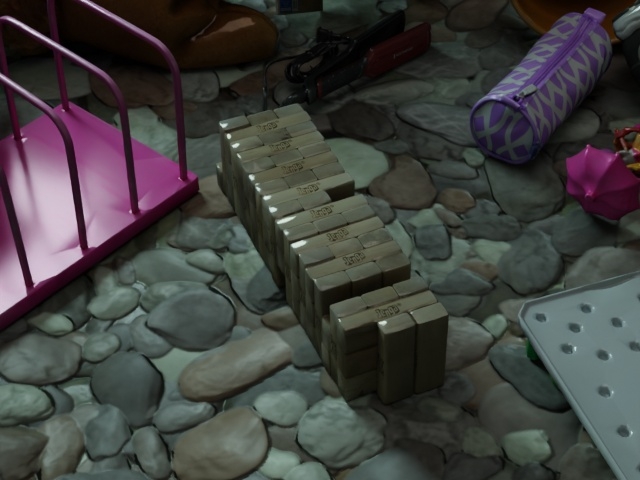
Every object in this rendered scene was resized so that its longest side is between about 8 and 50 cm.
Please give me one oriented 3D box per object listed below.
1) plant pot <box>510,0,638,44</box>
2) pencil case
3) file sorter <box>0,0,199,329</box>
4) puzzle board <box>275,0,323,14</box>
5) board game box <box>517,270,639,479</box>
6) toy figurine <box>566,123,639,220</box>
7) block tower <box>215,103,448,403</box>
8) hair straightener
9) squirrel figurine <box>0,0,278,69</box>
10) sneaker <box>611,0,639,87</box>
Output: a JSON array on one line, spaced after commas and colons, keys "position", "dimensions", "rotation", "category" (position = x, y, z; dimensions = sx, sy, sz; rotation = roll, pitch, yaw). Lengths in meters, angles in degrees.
[{"position": [0.307, -0.352, 1.495], "dimensions": [0.205, 0.205, 0.188], "rotation": [1, 27, 1], "category": "plant pot"}, {"position": [0.236, -0.165, 1.356], "dimensions": [0.086, 0.088, 0.206], "rotation": [25, 47, 22], "category": "pencil case"}, {"position": [-0.293, -0.085, 1.207], "dimensions": [0.202, 0.182, 0.291], "rotation": [30, 51, 29], "category": "file sorter"}, {"position": [-0.027, -0.312, 1.479], "dimensions": [0.011, 0.096, 0.128], "rotation": [4, 13, 23], "category": "puzzle board"}, {"position": [0.414, 0.152, 1.039], "dimensions": [0.390, 0.050, 0.390], "rotation": [-14, 44, -13], "category": "board game box"}, {"position": [0.316, -0.082, 1.264], "dimensions": [0.159, 0.130, 0.173], "rotation": [-16, 22, -3], "category": "toy figurine"}, {"position": [0.000, 0.000, 1.177], "dimensions": [0.091, 0.097, 0.335], "rotation": [-17, 44, -18], "category": "block tower"}, {"position": [0.017, -0.201, 1.438], "dimensions": [0.230, 0.047, 0.089], "rotation": [-35, 52, -26], "category": "hair straightener"}, {"position": [-0.253, -0.402, 1.410], "dimensions": [0.397, 0.370, 0.281], "rotation": [-9, 44, -9], "category": "squirrel figurine"}, {"position": [0.452, -0.211, 1.414], "dimensions": [0.272, 0.100, 0.108], "rotation": [-6, 78, -17], "category": "sneaker"}]
